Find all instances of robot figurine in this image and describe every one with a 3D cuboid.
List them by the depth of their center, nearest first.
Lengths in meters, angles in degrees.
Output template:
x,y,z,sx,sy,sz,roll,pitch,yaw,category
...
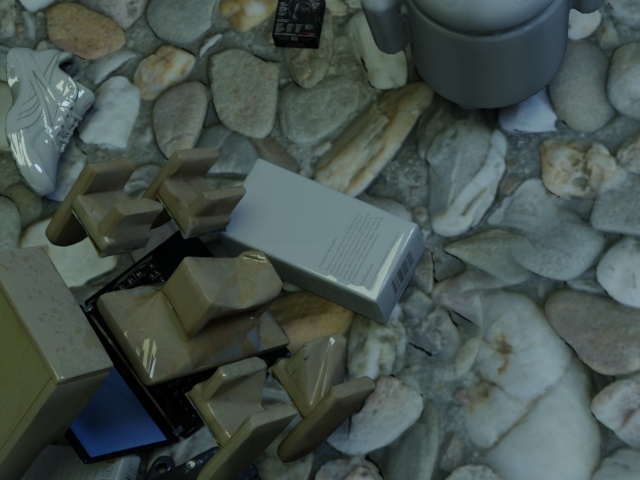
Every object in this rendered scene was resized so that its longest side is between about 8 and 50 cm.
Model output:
x,y,z,sx,sy,sz,roll,pitch,yaw,category
0.199,-0.295,1.604,0.299,0.353,0.200,-15,64,1,robot figurine

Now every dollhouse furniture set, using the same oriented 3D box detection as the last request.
x,y,z,sx,sy,sz,roll,pitch,yaw,category
-0.218,0.127,1.481,0.394,0.256,0.362,-11,60,-48,dollhouse furniture set

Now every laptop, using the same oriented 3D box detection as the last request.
x,y,z,sx,sy,sz,roll,pitch,yaw,category
-0.216,0.116,1.601,0.264,0.136,0.234,-37,66,-7,laptop

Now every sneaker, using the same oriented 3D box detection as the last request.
x,y,z,sx,sy,sz,roll,pitch,yaw,category
-0.359,-0.168,1.782,0.115,0.090,0.232,-9,65,1,sneaker

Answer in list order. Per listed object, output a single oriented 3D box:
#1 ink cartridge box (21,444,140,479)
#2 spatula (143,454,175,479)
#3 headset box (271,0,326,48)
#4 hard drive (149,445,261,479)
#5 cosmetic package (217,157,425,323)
x,y,z,sx,sy,sz,roll,pitch,yaw,category
-0.330,0.339,1.558,0.208,0.045,0.206,1,64,25,ink cartridge box
-0.233,0.386,1.537,0.084,0.030,0.297,18,71,14,spatula
-0.029,-0.307,1.823,0.062,0.032,0.083,4,65,10,headset box
-0.168,0.382,1.436,0.339,0.064,0.237,-24,61,-34,hard drive
0.000,0.000,1.652,0.231,0.085,0.117,24,72,21,cosmetic package
